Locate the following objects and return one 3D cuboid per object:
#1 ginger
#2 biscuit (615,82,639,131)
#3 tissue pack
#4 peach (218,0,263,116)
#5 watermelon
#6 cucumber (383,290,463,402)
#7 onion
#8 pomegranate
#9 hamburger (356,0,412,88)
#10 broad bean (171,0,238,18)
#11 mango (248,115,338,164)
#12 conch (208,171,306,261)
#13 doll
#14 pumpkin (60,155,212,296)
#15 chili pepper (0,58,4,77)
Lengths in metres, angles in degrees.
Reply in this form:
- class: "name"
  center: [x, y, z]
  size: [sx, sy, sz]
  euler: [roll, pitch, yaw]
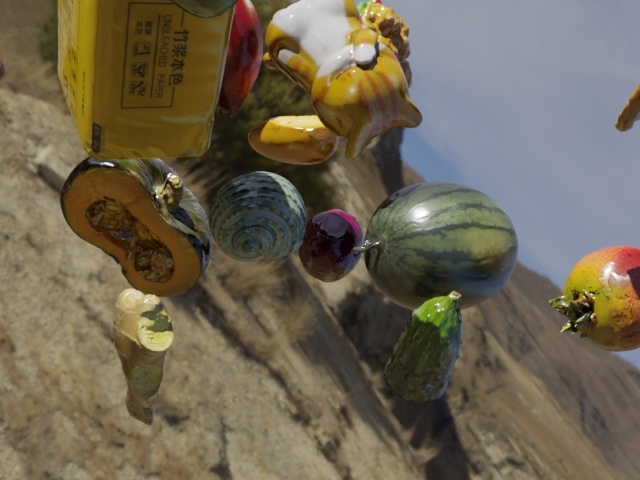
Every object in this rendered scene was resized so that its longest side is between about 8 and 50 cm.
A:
- class: "ginger"
  center: [-0.303, 0.201, 1.425]
  size: [0.131, 0.086, 0.295]
  euler: [40, -43, 27]
- class: "biscuit"
  center: [0.582, -0.288, 1.438]
  size: [0.033, 0.224, 0.144]
  euler: [39, -8, 18]
- class: "tissue pack"
  center: [-0.268, -0.355, 1.294]
  size: [0.382, 0.228, 0.293]
  euler: [106, -32, -41]
- class: "peach"
  center: [-0.211, -0.387, 1.739]
  size: [0.068, 0.188, 0.279]
  euler: [-59, 139, -75]
- class: "watermelon"
  center: [0.241, 0.015, 1.795]
  size: [0.359, 0.279, 0.279]
  euler: [3, 40, -35]
- class: "cucumber"
  center: [0.211, 0.187, 1.615]
  size: [0.134, 0.134, 0.245]
  euler: [58, -38, 40]
- class: "onion"
  center: [0.004, -0.007, 1.937]
  size: [0.198, 0.173, 0.135]
  euler: [27, -31, 2]
- class: "pomegranate"
  center: [0.567, 0.115, 1.665]
  size: [0.210, 0.235, 0.210]
  euler: [171, -90, -69]
- class: "hamburger"
  center: [0.102, -0.372, 1.708]
  size: [0.237, 0.148, 0.237]
  euler: [-12, 104, -61]
- class: "broad bean"
  center: [-0.101, -0.315, 0.861]
  size: [0.124, 0.175, 0.082]
  euler: [37, -5, -32]
- class: "mango"
  center: [-0.060, -0.208, 1.800]
  size: [0.141, 0.217, 0.102]
  euler: [-24, 116, -56]
- class: "conch"
  center: [-0.112, -0.058, 1.516]
  size: [0.131, 0.172, 0.200]
  euler: [88, -2, -62]
- class: "doll"
  center: [0.027, -0.273, 1.344]
  size: [0.270, 0.166, 0.162]
  euler: [55, -5, 30]
- class: "pumpkin"
  center: [-0.343, -0.072, 1.734]
  size: [0.325, 0.242, 0.232]
  euler: [49, 26, -20]
- class: "chili pepper"
  center: [-0.681, -0.313, 1.631]
  size: [0.368, 0.137, 0.092]
  euler: [-12, -70, 50]
